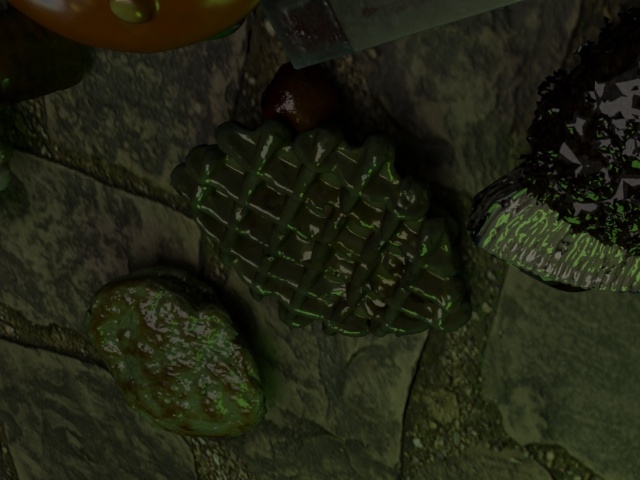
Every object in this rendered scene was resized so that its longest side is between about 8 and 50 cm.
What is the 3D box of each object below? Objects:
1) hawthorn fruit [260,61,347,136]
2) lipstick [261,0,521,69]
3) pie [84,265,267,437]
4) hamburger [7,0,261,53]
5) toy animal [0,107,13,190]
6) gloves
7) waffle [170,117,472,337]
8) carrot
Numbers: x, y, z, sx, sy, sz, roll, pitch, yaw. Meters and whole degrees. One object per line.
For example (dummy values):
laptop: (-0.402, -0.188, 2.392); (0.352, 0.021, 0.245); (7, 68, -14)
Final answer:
hawthorn fruit: (-0.019, -0.133, 1.130); (0.077, 0.077, 0.077); (17, 130, 21)
lipstick: (0.121, -0.228, 0.958); (0.371, 0.080, 0.076); (-11, 116, 38)
pie: (-0.160, 0.138, 1.411); (0.201, 0.090, 0.248); (-12, 116, 26)
hamburger: (-0.148, -0.339, 0.909); (0.396, 0.277, 0.396); (16, 129, 21)
toy animal: (-0.492, -0.110, 1.350); (0.183, 0.247, 0.310); (40, 134, 52)
gloves: (0.266, -0.069, 0.951); (0.210, 0.135, 0.312); (35, 133, 10)
waffle: (0.000, 0.000, 1.189); (0.292, 0.056, 0.309); (0, 139, 32)
carrot: (-0.405, -0.170, 1.215); (0.114, 0.302, 0.114); (43, 143, 44)
